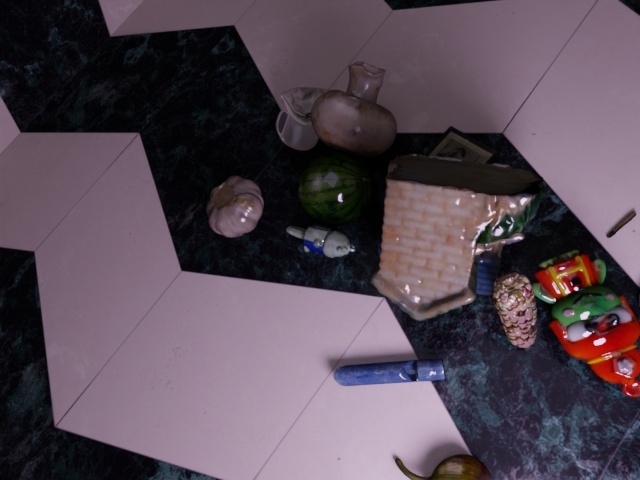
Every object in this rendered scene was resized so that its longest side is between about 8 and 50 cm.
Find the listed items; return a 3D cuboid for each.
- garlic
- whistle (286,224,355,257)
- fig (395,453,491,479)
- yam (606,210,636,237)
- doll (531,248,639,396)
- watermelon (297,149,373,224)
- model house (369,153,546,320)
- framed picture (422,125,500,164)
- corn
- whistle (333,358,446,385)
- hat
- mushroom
[{"bbox_3d":[-0.293,-0.109,1.510,0.227,0.152,0.228,-15,62,29],"label":"garlic"},{"bbox_3d":[0.000,0.000,1.401,0.244,0.110,0.092,16,108,22],"label":"whistle"},{"bbox_3d":[0.287,0.583,1.048,0.245,0.149,0.149,1,67,31],"label":"fig"},{"bbox_3d":[0.834,-0.044,1.198,0.107,0.014,0.014,-41,62,-2],"label":"yam"},{"bbox_3d":[0.668,0.202,1.065,0.182,0.160,0.363,-23,65,8],"label":"doll"},{"bbox_3d":[0.046,-0.169,1.381,0.242,0.242,0.242,-7,66,15],"label":"watermelon"},{"bbox_3d":[0.337,0.007,1.134,0.395,0.445,0.400,13,111,17],"label":"model house"},{"bbox_3d":[0.446,-0.265,1.420,0.195,0.010,0.199,-47,63,-5],"label":"framed picture"},{"bbox_3d":[0.488,0.178,1.075,0.092,0.280,0.092,-17,46,18],"label":"corn"},{"bbox_3d":[0.190,0.369,1.203,0.304,0.062,0.062,-8,65,14],"label":"whistle"},{"bbox_3d":[-0.042,-0.456,1.626,0.219,0.164,0.226,15,112,18],"label":"hat"},{"bbox_3d":[0.129,-0.424,1.419,0.297,0.297,0.290,29,104,26],"label":"mushroom"}]
